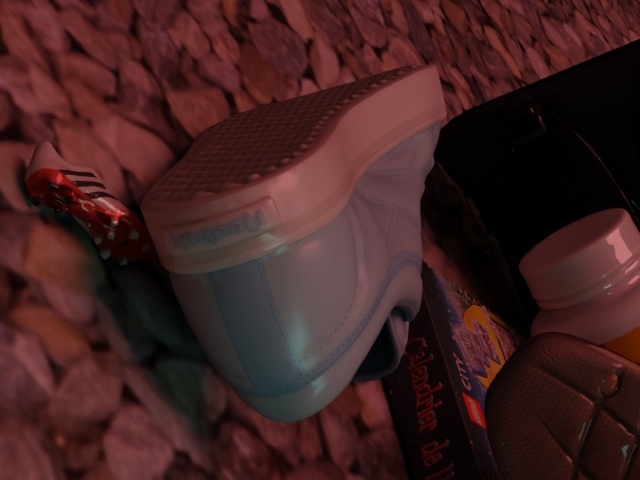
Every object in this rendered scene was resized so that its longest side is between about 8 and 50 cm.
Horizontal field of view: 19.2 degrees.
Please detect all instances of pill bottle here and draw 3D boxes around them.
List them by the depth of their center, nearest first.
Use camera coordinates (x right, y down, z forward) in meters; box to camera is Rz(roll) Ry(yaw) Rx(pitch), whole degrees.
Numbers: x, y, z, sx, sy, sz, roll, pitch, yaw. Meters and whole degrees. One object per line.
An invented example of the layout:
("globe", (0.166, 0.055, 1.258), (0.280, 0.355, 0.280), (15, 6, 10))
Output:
("pill bottle", (0.221, 0.090, 1.293), (0.215, 0.117, 0.117), (60, 20, -11))

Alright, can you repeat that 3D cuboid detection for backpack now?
("backpack", (0.285, 0.019, 1.431), (0.355, 0.290, 0.273), (66, 19, -4))

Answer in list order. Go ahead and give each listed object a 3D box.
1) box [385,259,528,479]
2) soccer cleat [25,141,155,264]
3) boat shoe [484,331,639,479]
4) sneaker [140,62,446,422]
("box", (0.108, 0.136, 1.188), (0.159, 0.044, 0.233), (35, 31, -47))
("soccer cleat", (-0.112, -0.018, 0.935), (0.083, 0.029, 0.035), (36, 35, -36))
("boat shoe", (0.221, 0.182, 1.107), (0.355, 0.132, 0.130), (44, 4, -15))
("sneaker", (0.000, 0.000, 1.060), (0.366, 0.135, 0.150), (-43, 119, -66))
